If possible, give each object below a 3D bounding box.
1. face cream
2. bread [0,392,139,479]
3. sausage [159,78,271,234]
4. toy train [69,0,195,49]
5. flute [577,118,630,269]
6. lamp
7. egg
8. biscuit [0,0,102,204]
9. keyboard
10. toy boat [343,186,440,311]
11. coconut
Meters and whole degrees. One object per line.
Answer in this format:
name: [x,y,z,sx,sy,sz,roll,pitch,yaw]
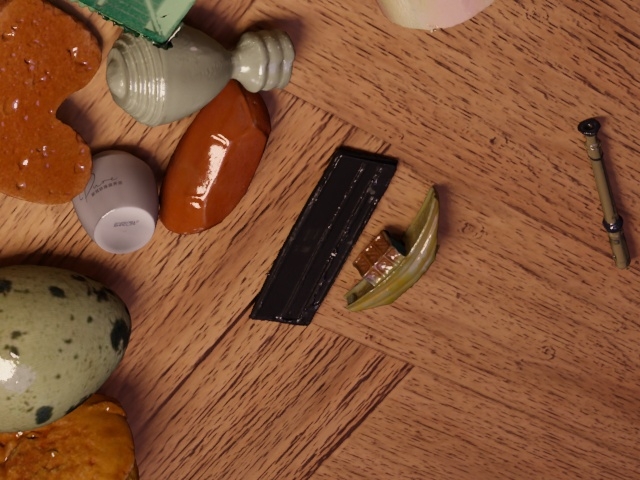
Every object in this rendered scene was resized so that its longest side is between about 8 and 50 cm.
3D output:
face cream: [-0.212,-0.040,1.989,0.091,0.095,0.091,-10,133,-11]
bread: [-0.327,0.272,2.128,0.268,0.268,0.145,-20,143,-1]
sausage: [-0.109,-0.084,1.996,0.089,0.089,0.179,16,114,-29]
toy train: [-0.202,-0.293,1.761,0.269,0.115,0.154,26,112,-35]
flute: [0.332,-0.050,2.214,0.027,0.027,0.233,-22,133,1]
lamp: [-0.123,-0.171,1.909,0.193,0.106,0.106,-7,132,-25]
egg: [-0.310,0.111,2.035,0.228,0.177,0.177,-14,134,-24]
biscuit: [-0.282,-0.136,1.889,0.186,0.036,0.192,24,96,-40]
keyboard: [0.000,0.000,2.150,0.087,0.017,0.250,10,126,-27]
toy boat: [0.086,0.015,2.164,0.066,0.065,0.172,35,111,-17]
coconut: [0.109,-0.279,1.863,0.147,0.147,0.152,-28,130,6]
